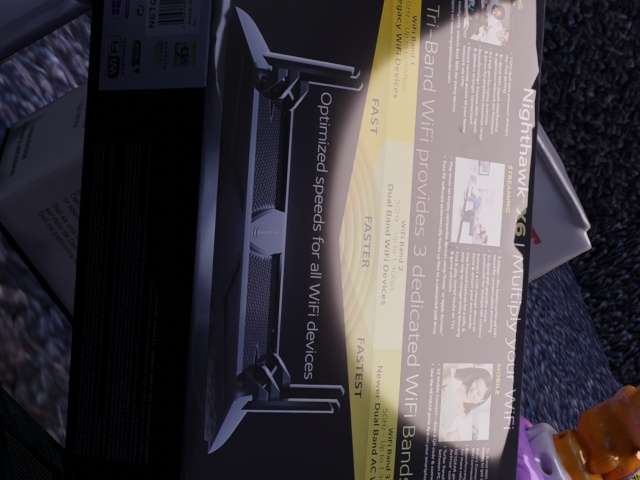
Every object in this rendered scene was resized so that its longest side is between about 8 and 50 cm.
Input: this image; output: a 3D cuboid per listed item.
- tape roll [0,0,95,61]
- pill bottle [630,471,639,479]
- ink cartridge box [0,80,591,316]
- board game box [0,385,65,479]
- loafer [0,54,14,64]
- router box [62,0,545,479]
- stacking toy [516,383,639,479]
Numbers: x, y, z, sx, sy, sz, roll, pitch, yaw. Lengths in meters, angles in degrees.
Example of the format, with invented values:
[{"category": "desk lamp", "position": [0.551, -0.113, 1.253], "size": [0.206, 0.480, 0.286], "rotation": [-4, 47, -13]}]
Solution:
[{"category": "tape roll", "position": [-0.227, -0.175, 0.872], "size": [0.246, 0.169, 0.246], "rotation": [57, 13, -21]}, {"category": "pill bottle", "position": [0.208, 0.198, 1.370], "size": [0.065, 0.065, 0.116], "rotation": [53, 16, -37]}, {"category": "ink cartridge box", "position": [-0.014, -0.033, 1.144], "size": [0.211, 0.289, 0.121], "rotation": [57, 13, -24]}, {"category": "board game box", "position": [-0.112, 0.158, 0.921], "size": [0.186, 0.026, 0.126], "rotation": [54, 9, -43]}, {"category": "loafer", "position": [-0.194, -0.143, 1.121], "size": [0.094, 0.087, 0.251], "rotation": [58, 13, -19]}, {"category": "router box", "position": [0.000, 0.000, 0.908], "size": [0.243, 0.081, 0.309], "rotation": [6, 87, -49]}, {"category": "stacking toy", "position": [0.101, 0.162, 1.168], "size": [0.166, 0.302, 0.175], "rotation": [62, 12, -1]}]
